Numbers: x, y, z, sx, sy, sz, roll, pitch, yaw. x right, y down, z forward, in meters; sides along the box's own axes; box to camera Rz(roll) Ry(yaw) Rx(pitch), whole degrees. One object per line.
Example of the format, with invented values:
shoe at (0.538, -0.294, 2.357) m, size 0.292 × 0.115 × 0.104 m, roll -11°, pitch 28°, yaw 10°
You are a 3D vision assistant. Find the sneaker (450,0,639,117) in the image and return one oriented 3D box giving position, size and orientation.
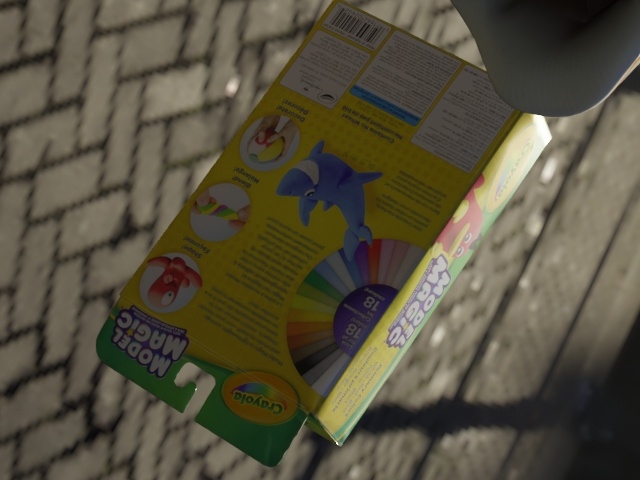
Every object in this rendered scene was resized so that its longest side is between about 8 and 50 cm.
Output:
sneaker at (0.050, -0.171, 0.572) m, size 0.321 × 0.126 × 0.127 m, roll 57°, pitch 50°, yaw -40°

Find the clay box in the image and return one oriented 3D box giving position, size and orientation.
clay box at (0.000, 0.000, 0.980) m, size 0.222 × 0.127 × 0.053 m, roll -55°, pitch 152°, yaw -10°
